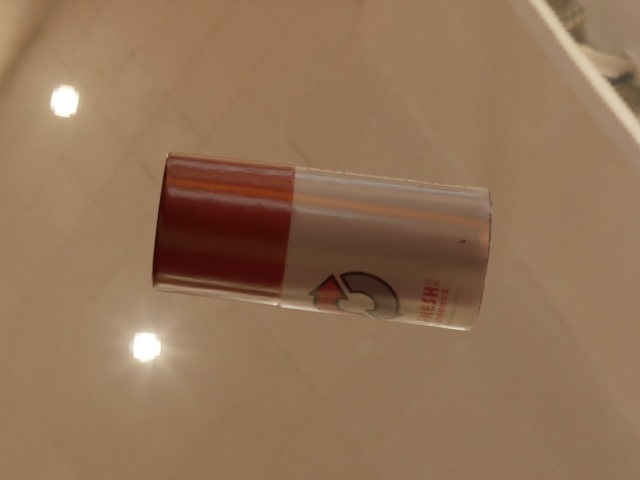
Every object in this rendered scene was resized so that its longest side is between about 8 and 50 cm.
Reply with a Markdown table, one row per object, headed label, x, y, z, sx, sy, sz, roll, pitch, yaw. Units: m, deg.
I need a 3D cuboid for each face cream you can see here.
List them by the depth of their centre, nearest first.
| label | x | y | z | sx | sy | sz | roll | pitch | yaw |
| --- | --- | --- | --- | --- | --- | --- | --- | --- | --- |
| face cream | 0.000 | 0.000 | 1.139 | 0.214 | 0.096 | 0.096 | 7 | -91 | -3 |
